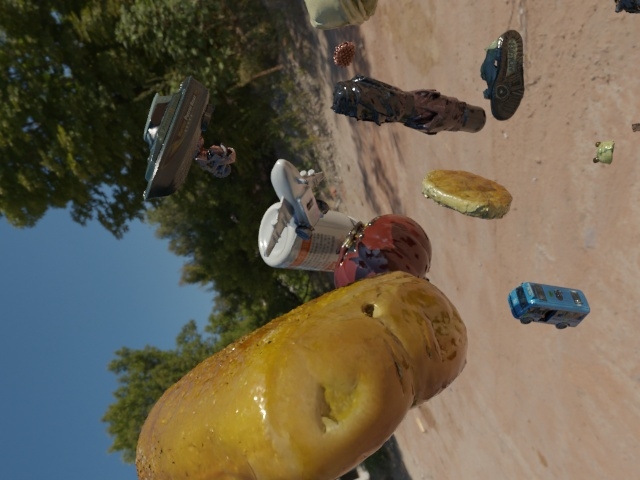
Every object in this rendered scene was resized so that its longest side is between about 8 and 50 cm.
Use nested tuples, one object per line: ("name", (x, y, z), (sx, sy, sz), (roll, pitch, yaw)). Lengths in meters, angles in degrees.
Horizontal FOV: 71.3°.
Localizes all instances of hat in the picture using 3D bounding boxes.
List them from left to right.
("hat", (0.963, -0.300, 1.516), (0.076, 0.059, 0.077), (-47, -42, -50))

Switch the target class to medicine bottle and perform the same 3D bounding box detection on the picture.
("medicine bottle", (0.000, 0.000, 1.486), (0.211, 0.371, 0.211), (-13, 74, 51))

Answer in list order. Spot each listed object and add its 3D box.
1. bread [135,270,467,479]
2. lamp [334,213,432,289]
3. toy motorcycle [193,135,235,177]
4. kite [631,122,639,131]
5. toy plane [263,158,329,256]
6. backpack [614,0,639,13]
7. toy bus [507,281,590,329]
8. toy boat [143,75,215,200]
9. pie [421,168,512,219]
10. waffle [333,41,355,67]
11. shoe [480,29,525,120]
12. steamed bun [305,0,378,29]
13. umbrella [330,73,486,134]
("bread", (-0.029, 0.155, 0.513), (0.337, 0.328, 0.148), (-35, 76, 42))
("lamp", (0.173, 0.066, 1.250), (0.257, 0.303, 0.303), (40, 172, 3))
("toy motorcycle", (-0.379, -0.304, 1.534), (0.212, 0.118, 0.084), (36, -155, -40))
("kite", (0.531, -0.183, 0.706), (0.122, 0.090, 0.004), (-140, 49, -84))
("toy plane", (-0.048, -0.082, 0.978), (0.101, 0.251, 0.255), (23, 153, 21))
("backpack", (0.845, -0.576, 0.929), (0.446, 0.363, 0.255), (-31, -39, -70))
("toy bus", (0.807, 0.226, 1.585), (0.134, 0.246, 0.113), (107, 169, -47))
("toy boat", (-0.151, -0.098, 0.451), (0.055, 0.060, 0.141), (-35, 40, 54))
("pie", (0.522, -0.171, 1.595), (0.339, 0.339, 0.083), (-118, 32, -57))
("waffle", (0.078, -0.597, 1.440), (0.029, 0.075, 0.083), (55, 145, 34))
("shoe", (0.611, -0.550, 1.532), (0.149, 0.109, 0.293), (-152, 65, -78))
("steamed bun", (0.073, -0.757, 1.235), (0.276, 0.289, 0.203), (59, 169, -3))
("umbrella", (0.180, -0.261, 0.884), (0.094, 0.326, 0.090), (-152, 67, -71))
